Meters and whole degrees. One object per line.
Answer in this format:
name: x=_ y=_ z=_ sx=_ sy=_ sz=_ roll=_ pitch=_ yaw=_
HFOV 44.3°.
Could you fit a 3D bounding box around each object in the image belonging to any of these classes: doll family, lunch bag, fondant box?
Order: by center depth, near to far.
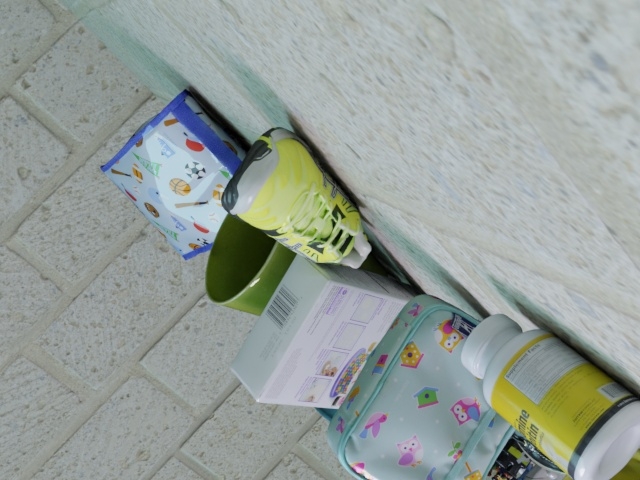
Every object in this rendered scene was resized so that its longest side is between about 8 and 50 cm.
lunch bag: x=0.163 y=0.228 z=1.085 sx=0.224 sy=0.279 sz=0.108 roll=34 pitch=178 yaw=-9
fondant box: x=0.034 y=0.170 z=1.372 sx=0.330 sy=0.238 sz=0.096 roll=19 pitch=-163 yaw=-47
doll family: x=0.412 y=0.515 z=1.726 sx=0.076 sy=0.111 sz=0.193 roll=44 pitch=176 yaw=6
lunch bag: x=-0.286 y=-0.159 z=1.828 sx=0.328 sy=0.239 sz=0.385 roll=46 pitch=153 yaw=-13

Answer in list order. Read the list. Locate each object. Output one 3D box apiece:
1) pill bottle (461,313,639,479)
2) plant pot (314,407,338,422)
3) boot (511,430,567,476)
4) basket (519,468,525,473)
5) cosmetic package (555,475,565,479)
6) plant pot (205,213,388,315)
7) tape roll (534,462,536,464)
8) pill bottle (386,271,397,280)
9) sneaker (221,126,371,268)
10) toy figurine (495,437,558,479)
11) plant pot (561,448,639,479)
pill bottle: x=0.235 y=0.157 z=0.811 sx=0.184 sy=0.103 sz=0.103 roll=41 pitch=175 yaw=41
plant pot: x=0.161 y=0.288 z=1.627 sx=0.272 sy=0.255 sz=0.271 roll=26 pitch=179 yaw=1
boot: x=0.335 y=0.284 z=1.320 sx=0.178 sy=0.085 sz=0.236 roll=50 pitch=174 yaw=-39
basket: x=0.567 y=0.575 z=1.921 sx=0.167 sy=0.103 sz=0.113 roll=47 pitch=175 yaw=-31
cosmetic package: x=0.540 y=0.582 z=1.648 sx=0.151 sy=0.183 sz=0.151 roll=46 pitch=177 yaw=-35
plant pot: x=-0.021 y=0.049 z=1.494 sx=0.293 sy=0.274 sz=0.275 roll=28 pitch=-176 yaw=-27
tape roll: x=0.475 y=0.454 z=1.797 sx=0.219 sy=0.072 sz=0.219 roll=45 pitch=177 yaw=3
pill bottle: x=0.117 y=0.097 z=1.624 sx=0.078 sy=0.078 sz=0.137 roll=46 pitch=176 yaw=-26
sneaker: x=-0.013 y=-0.049 z=1.120 sx=0.147 sy=0.145 sz=0.385 roll=35 pitch=-176 yaw=18
toy figurine: x=0.391 y=0.395 z=1.585 sx=0.209 sy=0.148 sz=0.213 roll=30 pitch=164 yaw=52
plant pot: x=0.392 y=0.394 z=0.868 sx=0.239 sy=0.254 sz=0.254 roll=30 pitch=178 yaw=-7
